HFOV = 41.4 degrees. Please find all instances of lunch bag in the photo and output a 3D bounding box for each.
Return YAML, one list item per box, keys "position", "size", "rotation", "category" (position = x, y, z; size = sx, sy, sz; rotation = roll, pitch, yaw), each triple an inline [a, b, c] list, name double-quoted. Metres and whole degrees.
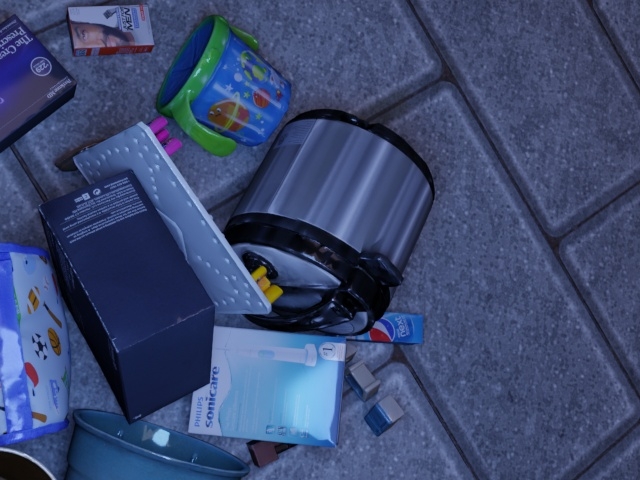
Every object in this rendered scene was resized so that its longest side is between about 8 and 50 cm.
- position: [-0.554, 0.184, 1.467]
  size: [0.239, 0.385, 0.327]
  rotation: [-8, 85, -22]
  category: "lunch bag"

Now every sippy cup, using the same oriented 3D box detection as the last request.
- position: [-0.191, -0.317, 1.785]
  size: [0.224, 0.240, 0.305]
  rotation: [29, 81, -26]
  category: "sippy cup"

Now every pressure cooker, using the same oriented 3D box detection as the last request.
- position: [-0.005, -0.004, 1.702]
  size: [0.376, 0.370, 0.420]
  rotation: [26, 64, 2]
  category: "pressure cooker"

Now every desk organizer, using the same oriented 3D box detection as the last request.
- position: [-0.086, 0.426, 1.784]
  size: [0.130, 0.047, 0.050]
  rotation: [-20, 91, -22]
  category: "desk organizer"

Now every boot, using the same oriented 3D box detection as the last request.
- position: [-0.423, -0.152, 1.735]
  size: [0.219, 0.082, 0.106]
  rotation: [-20, 86, -24]
  category: "boot"

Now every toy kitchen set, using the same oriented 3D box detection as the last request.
- position: [0.044, 0.349, 1.828]
  size: [0.166, 0.122, 0.207]
  rotation: [-31, 72, -22]
  category: "toy kitchen set"

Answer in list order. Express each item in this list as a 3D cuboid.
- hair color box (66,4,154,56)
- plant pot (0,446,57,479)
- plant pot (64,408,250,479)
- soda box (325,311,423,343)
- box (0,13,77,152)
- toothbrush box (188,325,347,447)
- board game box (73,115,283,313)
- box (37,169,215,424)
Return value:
- position: [-0.444, -0.444, 1.791]
  size: [0.167, 0.053, 0.093]
  rotation: [-9, 85, -21]
  category: "hair color box"
- position: [-0.540, 0.449, 1.364]
  size: [0.237, 0.254, 0.237]
  rotation: [4, 78, -21]
  category: "plant pot"
- position: [-0.343, 0.520, 1.540]
  size: [0.341, 0.341, 0.334]
  rotation: [21, 83, -16]
  category: "plant pot"
- position: [0.120, 0.193, 1.886]
  size: [0.210, 0.071, 0.067]
  rotation: [6, 79, -20]
  category: "soda box"
- position: [-0.642, -0.288, 1.667]
  size: [0.261, 0.103, 0.184]
  rotation: [-45, 100, -21]
  category: "box"
- position: [-0.101, 0.293, 1.705]
  size: [0.296, 0.126, 0.216]
  rotation: [4, 78, 3]
  category: "toothbrush box"
- position: [-0.273, -0.031, 1.573]
  size: [0.050, 0.390, 0.390]
  rotation: [-41, 107, -27]
  category: "board game box"
- position: [-0.342, 0.110, 1.529]
  size: [0.179, 0.343, 0.312]
  rotation: [-24, 66, -21]
  category: "box"
